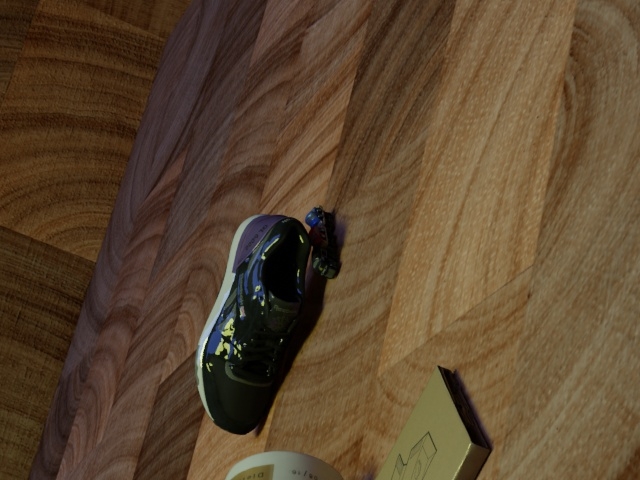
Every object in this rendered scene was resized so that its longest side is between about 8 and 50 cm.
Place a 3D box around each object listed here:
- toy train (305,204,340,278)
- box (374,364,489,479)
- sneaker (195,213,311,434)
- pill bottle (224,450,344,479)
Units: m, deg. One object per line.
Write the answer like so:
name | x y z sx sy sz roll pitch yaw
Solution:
toy train | 0.000 0.000 2.120 0.027 0.036 0.158 -61 17 24
box | 0.086 0.235 1.532 0.201 0.021 0.164 -63 16 15
sneaker | -0.079 0.105 2.083 0.124 0.107 0.283 -177 97 -66
pill bottle | -0.043 0.331 1.625 0.131 0.131 0.229 -54 20 41
